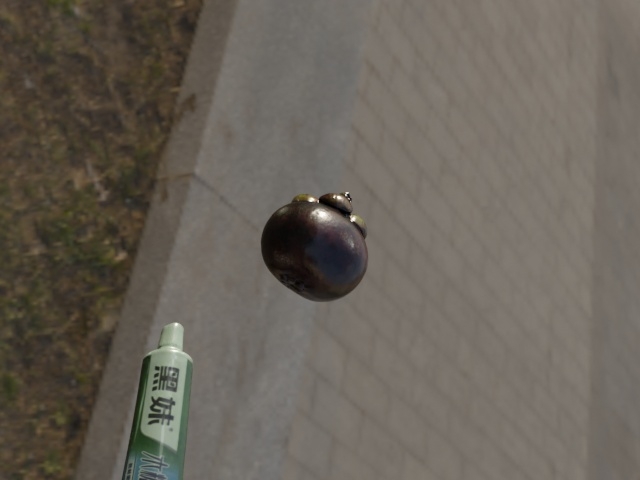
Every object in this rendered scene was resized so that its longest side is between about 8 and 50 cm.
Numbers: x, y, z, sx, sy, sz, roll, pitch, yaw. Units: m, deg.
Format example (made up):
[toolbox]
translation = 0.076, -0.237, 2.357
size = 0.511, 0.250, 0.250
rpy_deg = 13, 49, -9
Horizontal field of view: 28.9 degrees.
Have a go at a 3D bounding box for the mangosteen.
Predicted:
[mangosteen]
translation = 0.000, 0.000, 1.455
size = 0.140, 0.140, 0.140
rpy_deg = 18, 68, -56

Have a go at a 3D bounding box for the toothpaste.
[toothpaste]
translation = -0.200, 0.272, 1.475
size = 0.061, 0.099, 0.392
rpy_deg = 91, 2, -57
